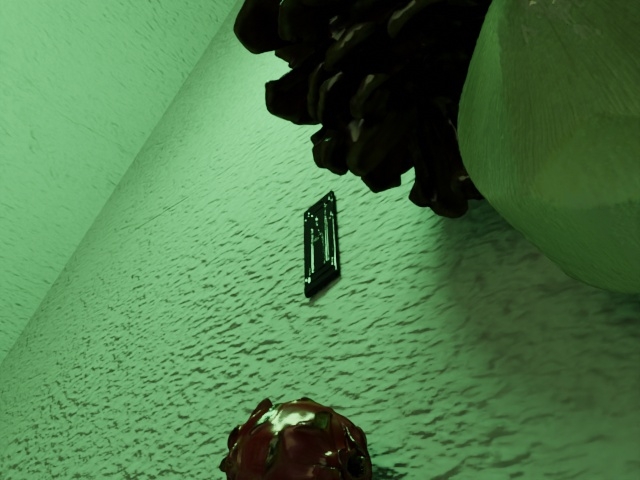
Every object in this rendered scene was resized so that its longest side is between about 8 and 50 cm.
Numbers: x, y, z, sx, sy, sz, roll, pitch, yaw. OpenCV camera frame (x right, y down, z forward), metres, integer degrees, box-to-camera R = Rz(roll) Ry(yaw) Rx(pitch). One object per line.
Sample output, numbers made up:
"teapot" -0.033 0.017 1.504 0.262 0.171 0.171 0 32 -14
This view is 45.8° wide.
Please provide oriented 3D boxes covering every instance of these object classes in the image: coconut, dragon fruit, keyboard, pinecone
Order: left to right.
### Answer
"dragon fruit" -0.012 0.203 0.668 0.166 0.133 0.136 -22 79 49
"keyboard" 0.000 0.000 1.058 0.061 0.013 0.204 -40 26 23
"pinecone" 0.110 -0.198 0.777 0.384 0.384 0.384 -39 27 24
"coconut" 0.212 -0.099 0.521 0.237 0.266 0.237 -30 36 25
